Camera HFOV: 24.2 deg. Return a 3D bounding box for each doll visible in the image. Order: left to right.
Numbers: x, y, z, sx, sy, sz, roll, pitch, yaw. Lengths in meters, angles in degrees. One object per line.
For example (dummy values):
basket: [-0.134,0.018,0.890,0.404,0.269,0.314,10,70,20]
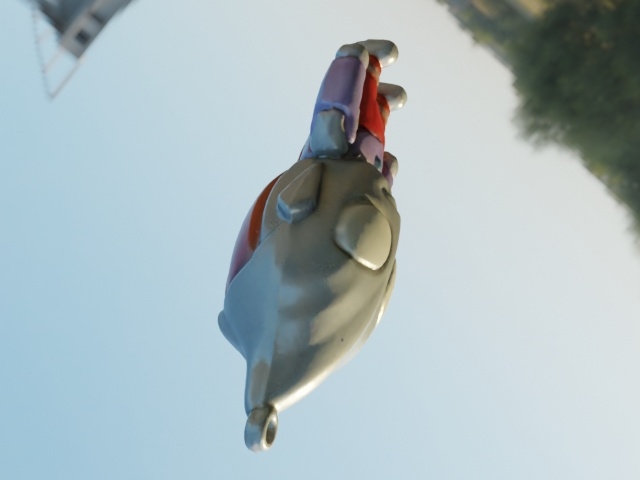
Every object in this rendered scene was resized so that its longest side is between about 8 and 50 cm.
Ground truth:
doll: [0.000,0.000,0.700,0.102,0.075,0.227,73,-152,-47]
